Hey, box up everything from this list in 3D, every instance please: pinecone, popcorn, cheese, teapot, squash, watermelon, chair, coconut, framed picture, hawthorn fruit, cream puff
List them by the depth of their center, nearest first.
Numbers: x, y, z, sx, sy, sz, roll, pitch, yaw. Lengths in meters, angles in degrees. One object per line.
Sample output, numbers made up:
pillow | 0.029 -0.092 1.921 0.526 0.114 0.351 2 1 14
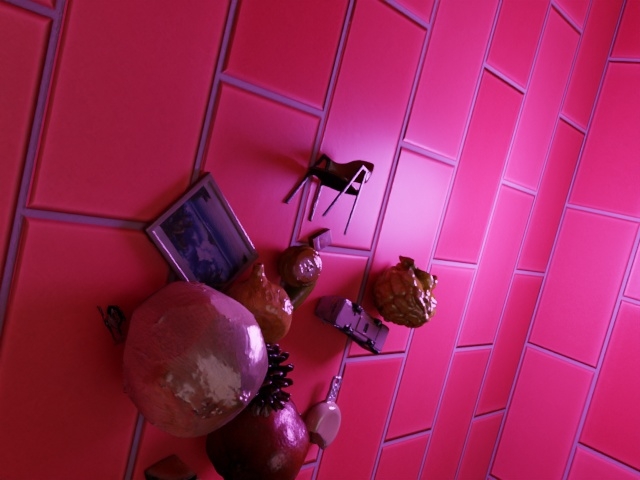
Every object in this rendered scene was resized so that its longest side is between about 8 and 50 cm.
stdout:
coconut | -0.297 0.282 1.415 0.346 0.360 0.347 -22 121 -42
framed picture | -0.302 0.010 1.559 0.232 0.024 0.315 -48 135 -25
pinecone | -0.162 0.389 1.627 0.207 0.207 0.208 -19 117 -41
watermelon | -0.420 0.641 1.643 0.135 0.125 0.094 25 55 -30
teapot | -0.179 0.189 1.666 0.167 0.203 0.311 -88 -175 -48
hawthorn fruit | -0.176 0.583 1.724 0.295 0.294 0.311 60 36 -40
chair | 0.047 -0.166 1.765 0.172 0.158 0.247 34 80 -50
cream puff | -0.069 0.076 1.772 0.143 0.103 0.127 -2 92 -46
squash | -0.082 0.173 1.820 0.252 0.066 0.066 -43 131 -27
cheese | 0.031 0.608 2.099 0.249 0.070 0.163 -58 137 -15
popcorn | 0.309 0.197 2.136 0.258 0.223 0.271 -44 125 -49

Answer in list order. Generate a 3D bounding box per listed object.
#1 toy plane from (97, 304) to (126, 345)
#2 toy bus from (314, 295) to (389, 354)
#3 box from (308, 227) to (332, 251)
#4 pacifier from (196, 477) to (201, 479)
toy plane | -0.492 0.198 1.422 0.049 0.031 0.121 -31 123 -29
toy bus | 0.108 0.282 2.016 0.317 0.137 0.113 41 68 -45
box | 0.000 0.000 1.877 0.082 0.023 0.052 -29 123 -37
pacifier | -0.371 0.737 1.724 0.083 0.064 0.068 -39 147 -30
